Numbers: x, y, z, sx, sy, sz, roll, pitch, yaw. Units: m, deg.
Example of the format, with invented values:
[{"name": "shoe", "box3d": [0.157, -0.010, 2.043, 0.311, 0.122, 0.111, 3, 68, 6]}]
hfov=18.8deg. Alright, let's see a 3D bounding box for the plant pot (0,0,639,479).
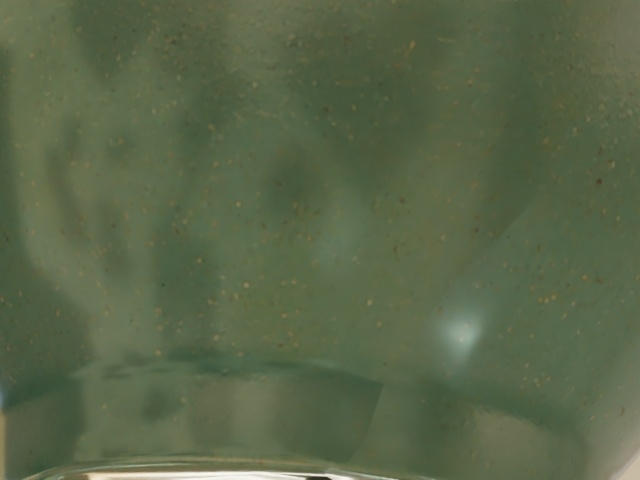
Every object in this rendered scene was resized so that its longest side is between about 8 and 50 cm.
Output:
[{"name": "plant pot", "box3d": [0.000, 0.000, 0.584, 0.293, 0.293, 0.196, -26, 53, 51]}]
